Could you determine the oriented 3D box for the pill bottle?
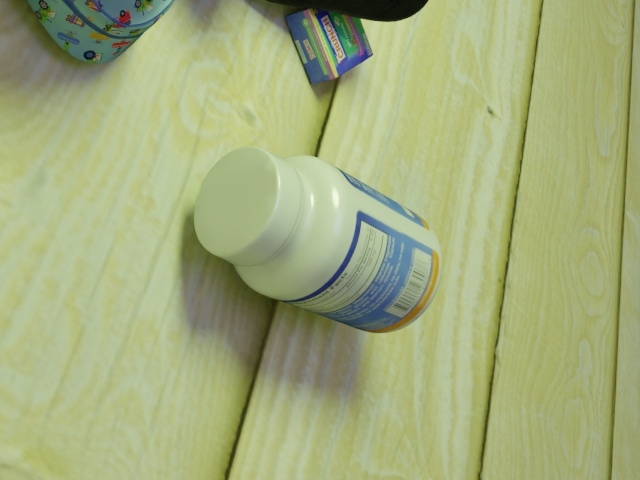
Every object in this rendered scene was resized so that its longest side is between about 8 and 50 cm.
[{"bbox_3d":[0.000,0.000,0.915,0.272,0.152,0.152,25,62,-47],"label":"pill bottle"}]

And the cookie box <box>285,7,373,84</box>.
[{"bbox_3d":[0.013,-0.257,1.090,0.107,0.040,0.092,-42,115,-49],"label":"cookie box"}]

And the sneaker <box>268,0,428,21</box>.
[{"bbox_3d":[-0.011,-0.377,1.025,0.295,0.124,0.178,8,53,-32],"label":"sneaker"}]

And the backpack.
[{"bbox_3d":[-0.193,-0.251,0.753,0.173,0.117,0.158,60,41,-28],"label":"backpack"}]
